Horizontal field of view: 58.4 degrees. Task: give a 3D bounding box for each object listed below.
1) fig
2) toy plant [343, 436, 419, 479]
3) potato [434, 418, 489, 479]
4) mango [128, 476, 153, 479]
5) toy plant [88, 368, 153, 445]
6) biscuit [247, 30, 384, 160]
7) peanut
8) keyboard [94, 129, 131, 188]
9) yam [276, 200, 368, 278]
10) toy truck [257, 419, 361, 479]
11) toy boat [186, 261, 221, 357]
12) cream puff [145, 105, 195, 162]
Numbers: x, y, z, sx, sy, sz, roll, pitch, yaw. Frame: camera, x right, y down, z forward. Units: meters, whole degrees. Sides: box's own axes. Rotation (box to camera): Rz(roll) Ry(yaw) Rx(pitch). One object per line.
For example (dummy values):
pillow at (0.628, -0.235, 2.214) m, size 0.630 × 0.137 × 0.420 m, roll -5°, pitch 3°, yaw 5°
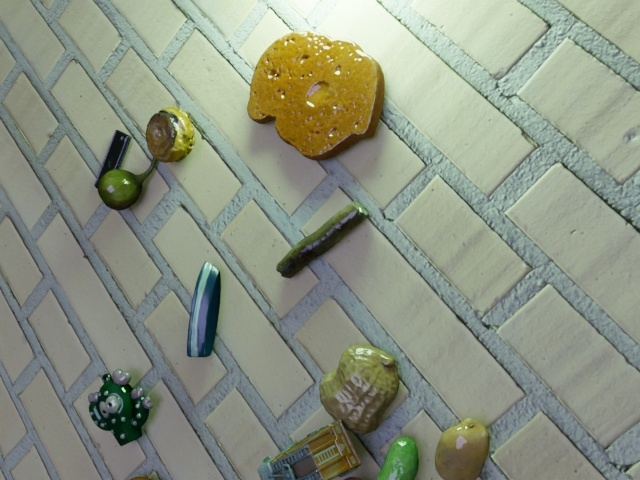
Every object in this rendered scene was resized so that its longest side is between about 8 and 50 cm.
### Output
fig at (-0.646, -0.210, 1.974) m, size 0.245 × 0.149 × 0.149 m, roll -33°, pitch 71°, yaw 0°
toy plant at (0.140, 0.703, 1.413) m, size 0.356 × 0.211 × 0.317 m, roll -32°, pitch 36°, yaw 12°
potato at (0.344, 0.517, 1.397) m, size 0.109 × 0.118 × 0.178 m, roll 47°, pitch 126°, yaw 58°
mango at (-0.605, 0.844, 1.853) m, size 0.253 × 0.113 × 0.139 m, roll -27°, pitch 78°, yaw 30°
toy plant at (-0.670, 0.553, 1.908) m, size 0.243 × 0.112 × 0.233 m, roll 40°, pitch 105°, yaw 18°
biscuit at (-0.011, -0.433, 1.675) m, size 0.455 × 0.078 × 0.350 m, roll 39°, pitch 106°, yaw 25°
peanut at (0.108, 0.390, 1.526) m, size 0.196 × 0.110 × 0.233 m, roll 39°, pitch 105°, yaw 24°
keyboard at (-0.746, -0.280, 2.064) m, size 0.093 × 0.025 × 0.230 m, roll 28°, pitch 98°, yaw 28°
yam at (0.000, 0.000, 1.637) m, size 0.317 × 0.067 × 0.071 m, roll -39°, pitch 42°, yaw 19°
toy truck at (-0.047, 0.600, 1.519) m, size 0.305 × 0.162 × 0.136 m, roll -43°, pitch 67°, yaw 41°
toy boat at (-0.359, 0.216, 1.790) m, size 0.061 × 0.096 × 0.300 m, roll 5°, pitch 86°, yaw 17°
cream puff at (-0.486, -0.347, 1.879) m, size 0.188 × 0.129 × 0.189 m, roll 3°, pitch 95°, yaw 31°
